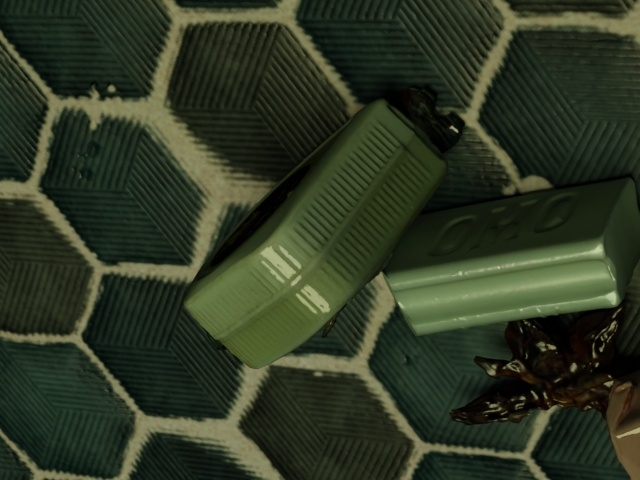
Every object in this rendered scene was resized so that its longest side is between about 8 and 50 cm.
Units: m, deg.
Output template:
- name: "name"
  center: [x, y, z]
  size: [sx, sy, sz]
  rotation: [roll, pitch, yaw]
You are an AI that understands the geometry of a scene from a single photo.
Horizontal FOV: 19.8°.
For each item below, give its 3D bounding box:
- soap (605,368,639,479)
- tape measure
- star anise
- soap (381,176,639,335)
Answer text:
- name: "soap"
  center: [0.385, 0.147, 1.494]
  size: [0.273, 0.098, 0.218]
  rotation: [-26, 117, 25]
- name: "tape measure"
  center: [0.000, 0.000, 1.530]
  size: [0.115, 0.235, 0.207]
  rotation: [43, 140, -6]
- name: "star anise"
  center: [0.209, 0.106, 1.587]
  size: [0.212, 0.053, 0.157]
  rotation: [4, 129, 17]
- name: "soap"
  center: [0.160, 0.014, 1.512]
  size: [0.198, 0.119, 0.066]
  rotation: [-10, 114, 28]
